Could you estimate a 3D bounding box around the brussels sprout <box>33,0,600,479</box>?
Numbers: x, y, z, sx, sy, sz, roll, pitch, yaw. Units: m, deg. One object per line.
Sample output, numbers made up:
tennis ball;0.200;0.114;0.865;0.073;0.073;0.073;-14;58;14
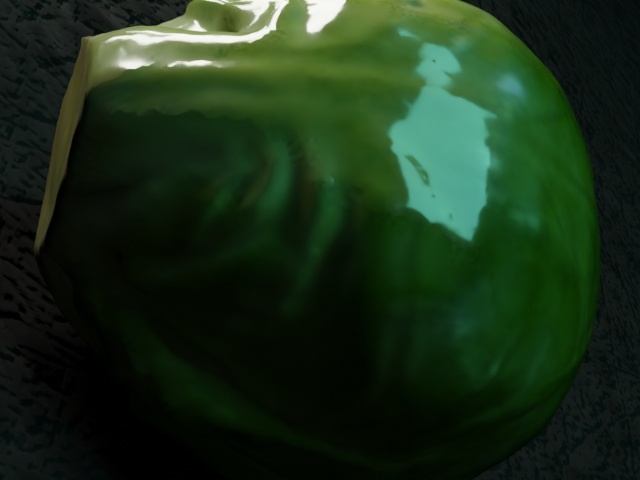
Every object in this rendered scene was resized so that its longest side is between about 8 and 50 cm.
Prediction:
brussels sprout;0.000;0.000;0.651;0.244;0.244;0.244;38;25;-22
